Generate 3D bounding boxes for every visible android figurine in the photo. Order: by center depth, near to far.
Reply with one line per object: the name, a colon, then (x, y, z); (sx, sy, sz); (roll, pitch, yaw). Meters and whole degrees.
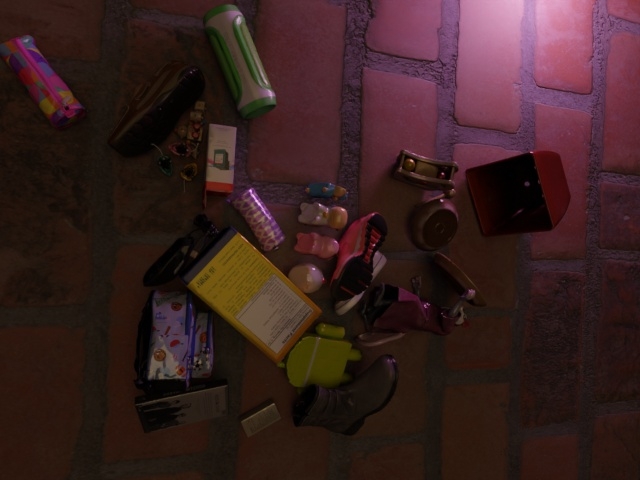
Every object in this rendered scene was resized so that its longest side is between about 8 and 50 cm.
android figurine: (-0.005, 0.387, 1.306); (0.273, 0.056, 0.248); (14, 93, -20)

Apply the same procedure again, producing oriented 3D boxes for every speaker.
speaker: (-0.236, -0.521, 1.202); (0.131, 0.131, 0.296); (-24, 98, -17)

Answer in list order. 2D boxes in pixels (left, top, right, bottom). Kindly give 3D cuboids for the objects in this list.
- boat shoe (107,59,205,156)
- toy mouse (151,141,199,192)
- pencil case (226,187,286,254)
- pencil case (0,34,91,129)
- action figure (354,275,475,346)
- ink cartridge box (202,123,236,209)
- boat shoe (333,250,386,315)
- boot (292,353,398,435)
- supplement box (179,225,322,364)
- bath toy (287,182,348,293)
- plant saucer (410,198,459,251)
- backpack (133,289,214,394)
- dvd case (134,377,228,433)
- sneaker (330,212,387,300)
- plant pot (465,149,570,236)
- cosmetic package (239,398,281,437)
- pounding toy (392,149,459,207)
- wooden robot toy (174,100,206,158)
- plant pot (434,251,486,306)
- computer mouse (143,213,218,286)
boat shoe: (-0.468, -0.375, 1.144); (0.120, 0.122, 0.324); (36, 77, 17)
toy mouse: (-0.414, -0.238, 1.168); (0.143, 0.031, 0.161); (32, 118, -17)
pencil case: (-0.189, -0.060, 1.246); (0.088, 0.086, 0.206); (-31, 99, 8)
pencil case: (-0.717, -0.407, 1.060); (0.104, 0.104, 0.236); (-39, 101, -14)
action figure: (0.332, 0.256, 1.331); (0.370, 0.248, 0.275); (17, 86, -15)
ink cartridge box: (-0.296, -0.203, 1.180); (0.078, 0.134, 0.230); (4, 90, -19)
boat shoe: (0.113, 0.128, 1.347); (0.084, 0.095, 0.258); (43, 67, -10)
boot: (0.072, 0.471, 1.244); (0.223, 0.118, 0.338); (22, 108, -26)
supplement box: (-0.206, 0.152, 1.178); (0.356, 0.195, 0.194); (45, 76, -13)
bath toy: (0.000, 0.000, 1.290); (0.129, 0.152, 0.348); (22, 79, -60)
plant saucer: (0.410, -0.047, 1.431); (0.199, 0.036, 0.198); (-7, 113, -18)
backpack: (-0.388, 0.261, 1.093); (0.213, 0.276, 0.263); (-3, 78, -24)
dvd case: (-0.382, 0.469, 1.152); (0.239, 0.029, 0.179); (-6, 134, -19)
sneaker: (0.103, 0.055, 1.300); (0.116, 0.136, 0.313); (41, 64, -28)
plant pot: (0.734, -0.184, 1.470); (0.236, 0.267, 0.267); (-22, 97, -31)
cosmetic package: (-0.187, 0.550, 1.267); (0.115, 0.041, 0.060); (-23, 98, -17)
pounding toy: (0.369, -0.194, 1.389); (0.270, 0.154, 0.154); (16, 85, -17)
wooden robot toy: (-0.384, -0.326, 1.187); (0.079, 0.076, 0.173); (7, 88, -7)
plant pot: (0.464, 0.139, 1.386); (0.032, 0.236, 0.236); (-40, 102, 1)
computer mouse: (-0.377, 0.046, 1.137); (0.262, 0.184, 0.060); (-52, 122, -12)
